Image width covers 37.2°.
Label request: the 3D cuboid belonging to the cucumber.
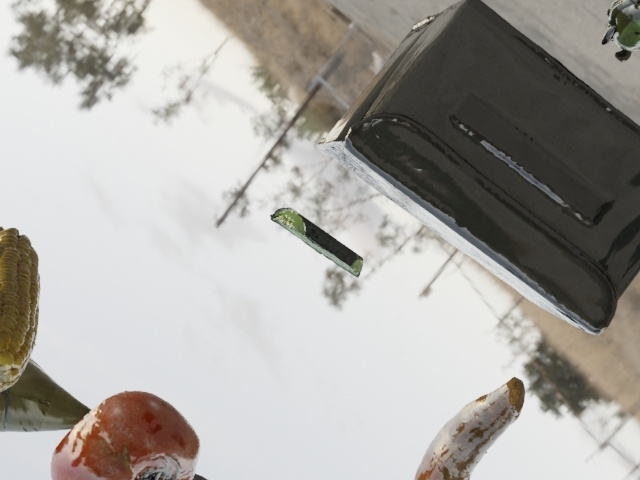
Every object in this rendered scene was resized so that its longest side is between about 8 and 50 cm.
[{"bbox_3d":[0.000,0.000,1.877,0.220,0.046,0.070,33,178,-6],"label":"cucumber"}]

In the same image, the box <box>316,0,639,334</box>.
[{"bbox_3d":[0.202,-0.090,1.097,0.345,0.204,0.251,36,-179,-9],"label":"box"}]

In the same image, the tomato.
[{"bbox_3d":[-0.279,0.341,1.422,0.237,0.236,0.095,30,-172,-43],"label":"tomato"}]

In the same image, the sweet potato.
[{"bbox_3d":[0.232,0.322,1.517,0.097,0.291,0.097,25,-161,-9],"label":"sweet potato"}]

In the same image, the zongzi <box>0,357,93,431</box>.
[{"bbox_3d":[-0.459,0.227,1.527,0.256,0.114,0.228,5,-161,-7],"label":"zongzi"}]

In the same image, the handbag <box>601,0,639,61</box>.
[{"bbox_3d":[0.316,-0.220,0.951,0.111,0.072,0.047,33,-130,-71],"label":"handbag"}]

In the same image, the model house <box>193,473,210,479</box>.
[{"bbox_3d":[-0.272,0.537,1.593,0.280,0.312,0.245,2,147,44],"label":"model house"}]

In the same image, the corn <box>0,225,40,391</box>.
[{"bbox_3d":[-0.348,0.070,1.020,0.102,0.102,0.313,35,-171,-29],"label":"corn"}]
